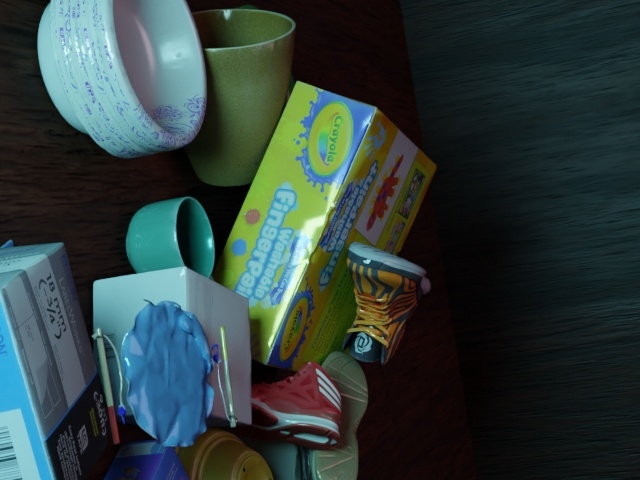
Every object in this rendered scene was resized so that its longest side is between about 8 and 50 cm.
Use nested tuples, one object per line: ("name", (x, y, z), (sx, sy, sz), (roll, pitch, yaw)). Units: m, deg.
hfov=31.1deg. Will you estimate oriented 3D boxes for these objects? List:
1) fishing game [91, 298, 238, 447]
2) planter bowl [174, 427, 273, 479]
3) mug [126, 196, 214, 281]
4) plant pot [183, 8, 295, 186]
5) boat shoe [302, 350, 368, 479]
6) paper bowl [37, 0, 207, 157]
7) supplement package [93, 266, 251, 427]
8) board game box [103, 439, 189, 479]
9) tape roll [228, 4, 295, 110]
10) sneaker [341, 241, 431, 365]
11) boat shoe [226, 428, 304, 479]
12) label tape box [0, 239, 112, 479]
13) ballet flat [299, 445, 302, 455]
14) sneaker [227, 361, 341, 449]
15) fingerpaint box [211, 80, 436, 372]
("fishing game", (-0.194, 0.165, 1.431), (0.264, 0.041, 0.189), (-1, 79, -61))
("planter bowl", (-0.132, 0.383, 1.755), (0.217, 0.090, 0.217), (31, 53, -53))
("mug", (-0.226, 0.019, 1.705), (0.129, 0.097, 0.157), (-21, 102, -71))
("plant pot", (-0.156, -0.227, 1.882), (0.237, 0.237, 0.254), (-61, 153, -61))
("boat shoe", (0.014, 0.310, 1.911), (0.103, 0.092, 0.285), (26, 41, -20))
("paper bowl", (-0.283, -0.255, 1.596), (0.284, 0.148, 0.284), (-9, 90, -70))
("supplement package", (-0.206, 0.160, 1.616), (0.203, 0.149, 0.194), (35, 49, -64))
("board game box", (-0.239, 0.462, 1.490), (0.347, 0.078, 0.233), (-70, 145, -55))
("tape roll", (-0.132, -0.271, 2.137), (0.321, 0.077, 0.321), (-9, 90, -71))
("sneaker", (0.099, 0.118, 1.937), (0.180, 0.125, 0.321), (-66, 157, -6))
("boat shoe", (-0.076, 0.410, 1.951), (0.158, 0.127, 0.340), (-50, 131, -81))
("label tape box", (-0.316, 0.133, 1.271), (0.333, 0.106, 0.240), (-76, 154, -77))
("ballet flat", (-0.016, 0.406, 2.137), (0.124, 0.116, 0.342), (-103, 172, -67))
("sneaker", (-0.071, 0.248, 1.826), (0.128, 0.221, 0.087), (-78, -169, -45))
("fingerpaint box", (0.000, 0.000, 1.985), (0.444, 0.163, 0.371), (-67, 156, -2))
